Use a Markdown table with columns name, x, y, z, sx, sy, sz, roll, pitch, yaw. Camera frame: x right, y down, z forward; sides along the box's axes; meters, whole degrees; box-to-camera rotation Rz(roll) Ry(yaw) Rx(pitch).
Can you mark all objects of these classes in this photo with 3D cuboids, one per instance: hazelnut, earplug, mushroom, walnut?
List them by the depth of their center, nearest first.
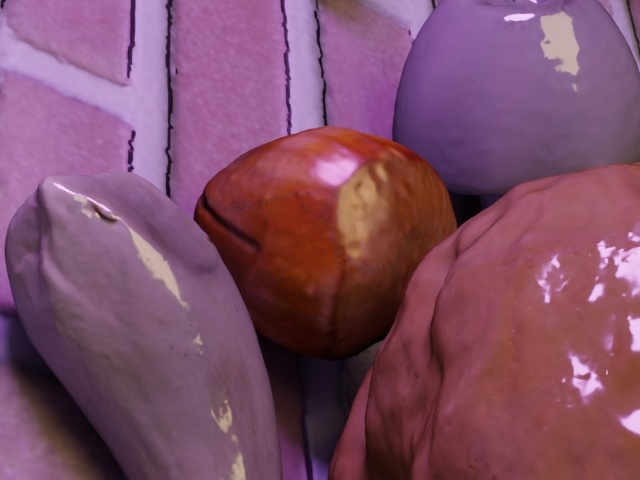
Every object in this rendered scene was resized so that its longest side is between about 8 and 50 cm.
| name | x | y | z | sx | sy | sz | roll | pitch | yaw |
| --- | --- | --- | --- | --- | --- | --- | --- | --- | --- |
| mushroom | -0.074 | 0.093 | 0.914 | 0.118 | 0.103 | 0.270 | -12 | 74 | -49 |
| walnut | 0.173 | 0.143 | 0.926 | 0.383 | 0.383 | 0.383 | 26 | 43 | -27 |
| hazelnut | 0.000 | 0.000 | 1.052 | 0.150 | 0.150 | 0.150 | 26 | 43 | -27 |
| earplug | 0.189 | -0.043 | 1.224 | 0.325 | 0.175 | 0.214 | 49 | 39 | -2 |
